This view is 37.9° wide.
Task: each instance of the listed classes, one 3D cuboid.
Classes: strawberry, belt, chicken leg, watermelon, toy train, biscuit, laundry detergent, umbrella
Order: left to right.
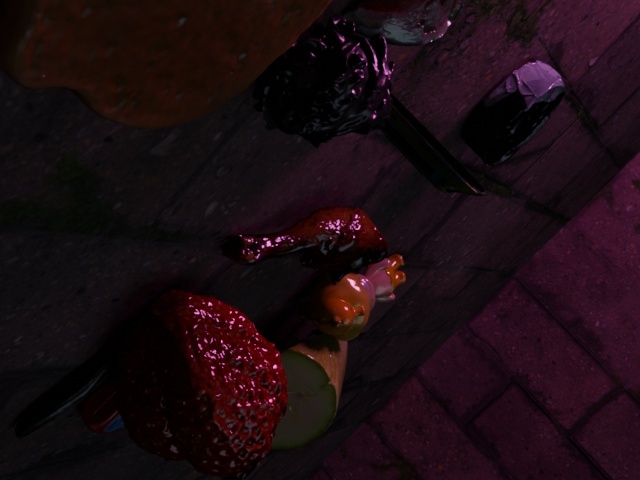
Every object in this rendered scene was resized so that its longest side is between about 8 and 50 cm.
[{"bbox_3d":[-0.312,0.262,1.455,0.097,0.049,0.165,-43,165,-8],"label":"laundry detergent"},{"bbox_3d":[-0.169,0.189,1.306,0.239,0.250,0.288,-60,139,-42],"label":"strawberry"},{"bbox_3d":[-0.082,-0.251,0.738,0.385,0.062,0.365,-48,161,19],"label":"biscuit"},{"bbox_3d":[0.000,0.000,1.443,0.158,0.096,0.407,-29,166,24],"label":"chicken leg"},{"bbox_3d":[0.033,-0.179,1.060,0.154,0.128,0.336,-25,178,25],"label":"umbrella"},{"bbox_3d":[0.131,-0.120,1.232,0.042,0.209,0.044,-50,160,26],"label":"toy train"},{"bbox_3d":[0.116,-0.281,1.078,0.187,0.071,0.139,-23,149,-44],"label":"watermelon"},{"bbox_3d":[0.339,-0.225,1.633,0.198,0.078,0.151,-46,157,16],"label":"belt"}]

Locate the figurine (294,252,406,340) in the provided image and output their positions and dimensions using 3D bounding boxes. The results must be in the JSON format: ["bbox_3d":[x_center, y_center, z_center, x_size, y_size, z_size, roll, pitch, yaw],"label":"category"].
[{"bbox_3d":[0.063,0.097,1.729,0.246,0.131,0.156,-24,115,-41],"label":"figurine"}]

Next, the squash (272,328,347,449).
[{"bbox_3d":[-0.051,0.235,1.820,0.233,0.210,0.309,-34,-160,21],"label":"squash"}]

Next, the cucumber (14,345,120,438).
[{"bbox_3d":[-0.346,0.210,1.282,0.184,0.036,0.033,-40,152,-11],"label":"cucumber"}]
